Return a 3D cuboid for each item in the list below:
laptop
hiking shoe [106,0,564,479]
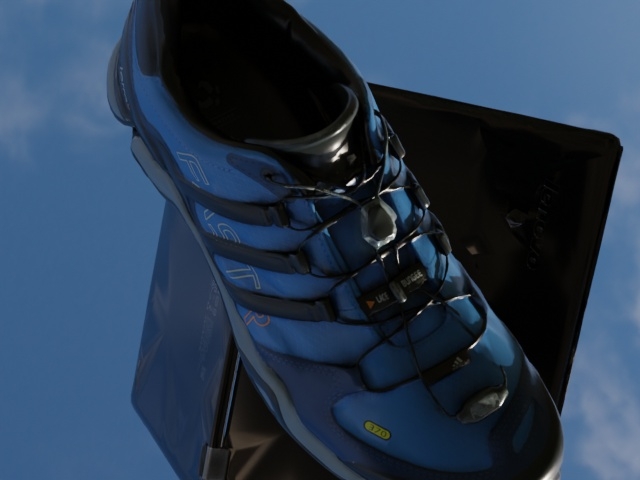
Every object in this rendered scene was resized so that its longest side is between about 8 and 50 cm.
[{"bbox_3d":[0.018,0.044,1.251,0.236,0.382,0.408,7,-169,-23],"label":"laptop"},{"bbox_3d":[0.000,0.000,0.630,0.113,0.132,0.304,-36,-101,-16],"label":"hiking shoe"}]
